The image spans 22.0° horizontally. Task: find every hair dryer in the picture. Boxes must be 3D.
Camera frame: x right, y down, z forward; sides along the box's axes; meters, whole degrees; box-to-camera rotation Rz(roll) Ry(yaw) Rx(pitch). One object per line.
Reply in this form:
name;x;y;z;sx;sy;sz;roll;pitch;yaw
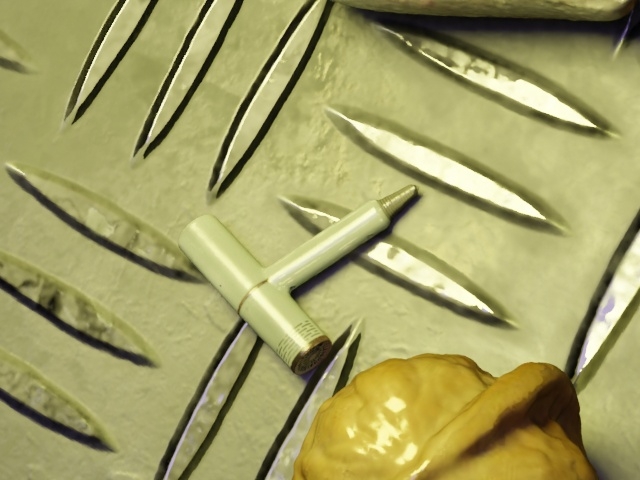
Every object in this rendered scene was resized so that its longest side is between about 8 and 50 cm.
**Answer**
hair dryer;-0.004;-0.007;1.334;0.183;0.044;0.155;-45;68;-1

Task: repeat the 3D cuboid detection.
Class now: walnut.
walnut;0.092;0.184;1.134;0.224;0.257;0.257;43;93;23

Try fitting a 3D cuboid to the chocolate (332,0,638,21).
chocolate;0.126;-0.251;1.311;0.303;0.100;0.185;8;69;18
